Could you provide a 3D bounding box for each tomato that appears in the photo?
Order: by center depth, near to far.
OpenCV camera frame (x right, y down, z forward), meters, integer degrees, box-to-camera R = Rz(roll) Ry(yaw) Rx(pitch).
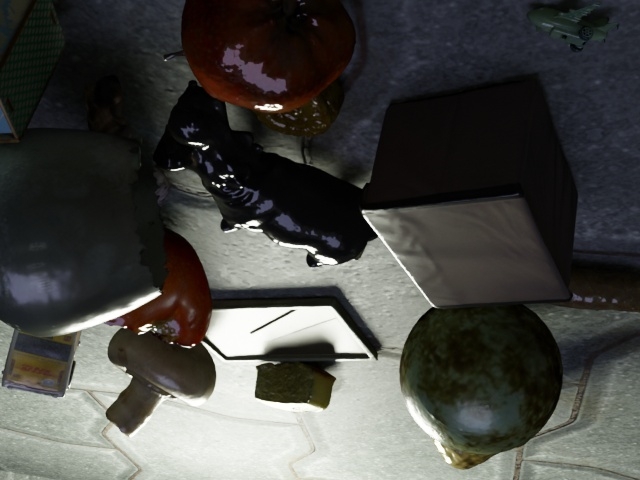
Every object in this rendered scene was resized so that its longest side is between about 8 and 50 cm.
[{"bbox_3d":[-0.254,0.048,1.346,0.233,0.140,0.200,21,-169,-48],"label":"tomato"}]

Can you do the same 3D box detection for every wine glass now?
[{"bbox_3d":[-0.334,-0.008,0.998,0.323,0.238,0.238,-8,152,-4],"label":"wine glass"}]

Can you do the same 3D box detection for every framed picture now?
[{"bbox_3d":[-0.084,0.163,1.650,0.324,0.020,0.240,-4,149,23],"label":"framed picture"}]

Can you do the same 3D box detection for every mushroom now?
[{"bbox_3d":[-0.300,0.238,1.674,0.206,0.209,0.206,27,137,28],"label":"mushroom"}]

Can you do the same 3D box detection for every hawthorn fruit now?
[{"bbox_3d":[-0.065,-0.190,0.886,0.162,0.163,0.203,22,172,-22],"label":"hawthorn fruit"}]

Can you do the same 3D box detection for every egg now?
[{"bbox_3d":[0.241,0.197,1.391,0.238,0.238,0.289,0,171,17],"label":"egg"}]

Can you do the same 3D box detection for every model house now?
[{"bbox_3d":[-0.353,-0.203,0.894,0.206,0.178,0.271,30,144,-22],"label":"model house"}]

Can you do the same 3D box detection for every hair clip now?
[{"bbox_3d":[-0.258,-0.073,1.162,0.069,0.173,0.300,44,148,20],"label":"hair clip"}]

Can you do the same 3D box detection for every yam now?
[{"bbox_3d":[0.421,0.074,1.284,0.299,0.066,0.066,8,152,3],"label":"yam"}]

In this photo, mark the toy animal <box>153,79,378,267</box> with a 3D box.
[{"bbox_3d":[-0.076,-0.065,1.128,0.343,0.106,0.168,30,154,-37],"label":"toy animal"}]

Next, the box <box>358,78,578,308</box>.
[{"bbox_3d":[0.179,-0.043,1.052,0.188,0.153,0.252,-5,149,28],"label":"box"}]

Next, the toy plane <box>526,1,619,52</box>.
[{"bbox_3d":[0.233,-0.199,0.872,0.083,0.033,0.080,10,166,0],"label":"toy plane"}]

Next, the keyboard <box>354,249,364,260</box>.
[{"bbox_3d":[0.000,0.000,1.333,0.129,0.015,0.049,13,147,-5],"label":"keyboard"}]

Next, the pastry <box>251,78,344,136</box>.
[{"bbox_3d":[-0.025,-0.155,1.014,0.097,0.057,0.109,2,149,25],"label":"pastry"}]

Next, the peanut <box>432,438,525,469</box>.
[{"bbox_3d":[0.292,0.329,1.707,0.159,0.143,0.291,9,151,-21],"label":"peanut"}]

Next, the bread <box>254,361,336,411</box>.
[{"bbox_3d":[-0.045,0.283,1.793,0.156,0.086,0.125,-1,157,26],"label":"bread"}]

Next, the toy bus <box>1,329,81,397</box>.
[{"bbox_3d":[-0.398,0.116,1.376,0.097,0.138,0.342,12,-164,-12],"label":"toy bus"}]
